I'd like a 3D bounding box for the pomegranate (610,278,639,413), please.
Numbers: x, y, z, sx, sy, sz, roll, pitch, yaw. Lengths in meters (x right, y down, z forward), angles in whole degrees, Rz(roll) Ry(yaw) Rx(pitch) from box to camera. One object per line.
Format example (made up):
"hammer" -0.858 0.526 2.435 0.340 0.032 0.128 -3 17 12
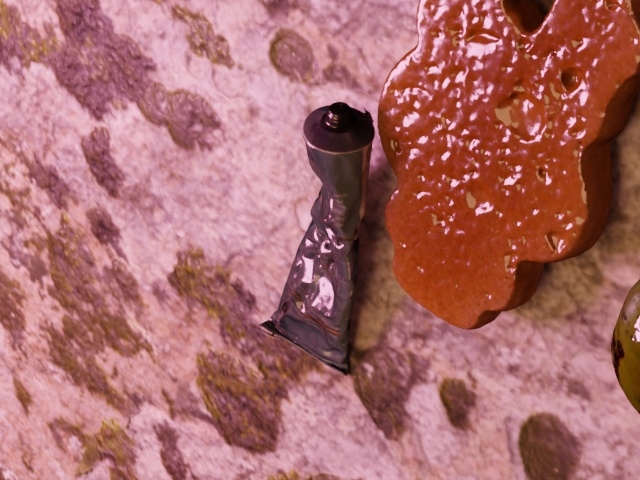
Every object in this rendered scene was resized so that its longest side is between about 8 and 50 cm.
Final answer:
"pomegranate" 0.225 0.077 0.934 0.122 0.161 0.122 12 133 13

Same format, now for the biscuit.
"biscuit" 0.116 -0.076 1.042 0.186 0.044 0.295 40 131 28

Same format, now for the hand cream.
"hand cream" -0.001 0.000 1.165 0.075 0.052 0.248 52 147 35
